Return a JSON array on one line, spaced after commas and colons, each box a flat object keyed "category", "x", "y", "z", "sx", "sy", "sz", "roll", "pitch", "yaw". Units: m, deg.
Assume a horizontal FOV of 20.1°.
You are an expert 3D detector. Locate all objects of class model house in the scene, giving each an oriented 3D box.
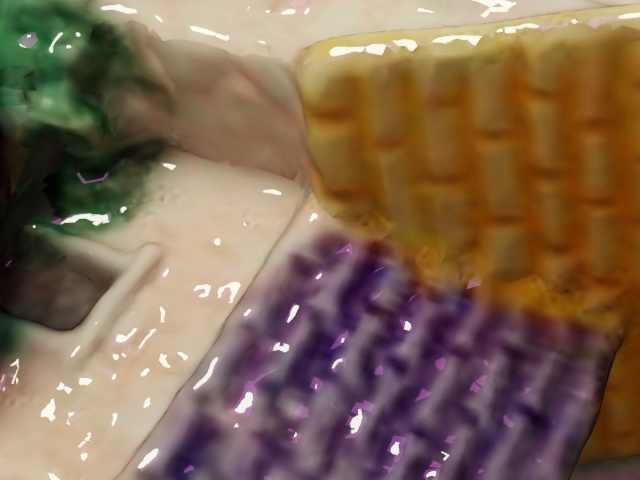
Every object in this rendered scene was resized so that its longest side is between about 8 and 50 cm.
[{"category": "model house", "x": 0.000, "y": 0.000, "z": 0.494, "sx": 0.237, "sy": 0.202, "sz": 0.237, "roll": 17, "pitch": 51, "yaw": 23}]
